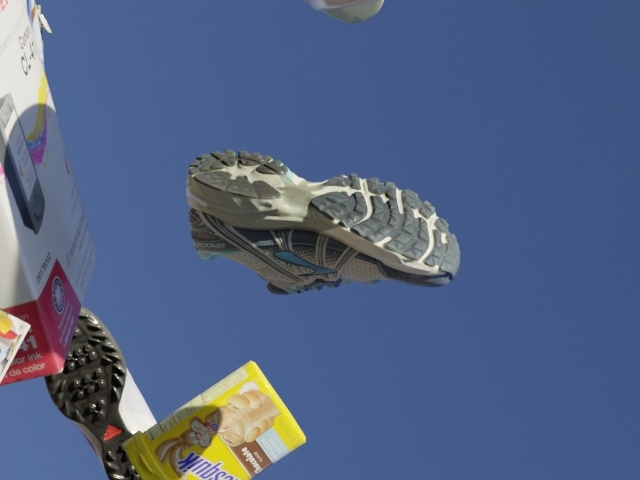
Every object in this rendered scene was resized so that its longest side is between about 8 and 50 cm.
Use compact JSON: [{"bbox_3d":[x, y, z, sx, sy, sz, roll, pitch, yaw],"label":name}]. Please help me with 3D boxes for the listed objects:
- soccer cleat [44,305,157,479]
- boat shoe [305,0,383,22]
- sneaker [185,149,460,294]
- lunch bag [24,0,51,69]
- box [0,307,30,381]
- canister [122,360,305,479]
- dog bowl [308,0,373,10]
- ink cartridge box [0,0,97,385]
[{"bbox_3d":[-0.289,0.214,2.030,0.318,0.108,0.116,65,-4,-24],"label":"soccer cleat"},{"bbox_3d":[-0.029,-0.307,1.599,0.079,0.227,0.081,-44,-139,24],"label":"boat shoe"},{"bbox_3d":[0.000,0.000,1.514,0.283,0.110,0.122,18,-55,10],"label":"sneaker"},{"bbox_3d":[-0.475,-0.228,1.823,0.115,0.303,0.243,164,-81,-80],"label":"lunch bag"},{"bbox_3d":[-0.279,0.059,0.904,0.036,0.207,0.114,20,-100,41],"label":"box"},{"bbox_3d":[-0.115,0.224,1.679,0.126,0.170,0.073,58,-4,-36],"label":"canister"},{"bbox_3d":[0.102,-0.257,1.100,0.265,0.265,0.104,-6,-72,46],"label":"dog bowl"},{"bbox_3d":[-0.291,-0.061,1.231,0.131,0.226,0.306,-9,-65,5],"label":"ink cartridge box"}]
